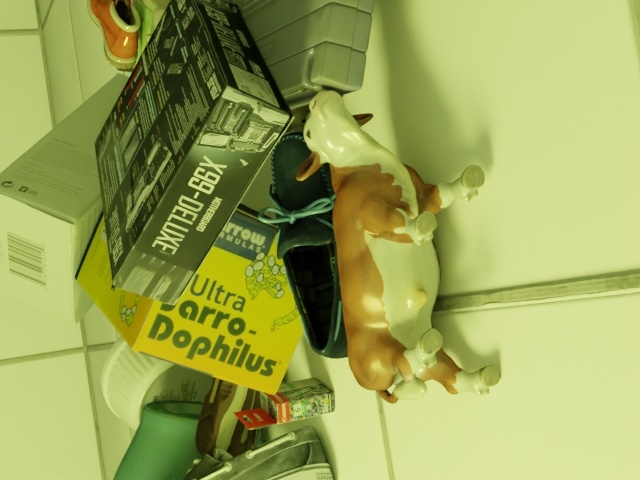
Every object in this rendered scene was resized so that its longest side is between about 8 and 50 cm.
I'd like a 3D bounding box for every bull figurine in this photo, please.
[{"bbox_3d":[0.068,0.008,0.888,0.188,0.101,0.310,12,115,61],"label":"bull figurine"}]

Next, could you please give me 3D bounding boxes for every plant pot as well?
[{"bbox_3d":[-0.191,0.380,1.434,0.272,0.272,0.255,-175,94,-66],"label":"plant pot"}]

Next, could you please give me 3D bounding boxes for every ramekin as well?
[{"bbox_3d":[-0.245,0.234,1.567,0.109,0.207,0.207,39,132,46],"label":"ramekin"}]

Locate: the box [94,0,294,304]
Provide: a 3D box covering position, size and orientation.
[{"bbox_3d":[-0.153,-0.117,1.035,0.242,0.077,0.307,-57,31,21],"label":"box"}]

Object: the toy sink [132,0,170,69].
[{"bbox_3d":[-0.185,-0.268,1.357,0.234,0.131,0.152,-132,41,-53],"label":"toy sink"}]

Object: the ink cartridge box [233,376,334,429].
[{"bbox_3d":[-0.047,0.203,1.198,0.063,0.115,0.029,-157,62,-63],"label":"ink cartridge box"}]

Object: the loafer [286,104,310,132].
[{"bbox_3d":[-0.044,-0.156,1.165,0.148,0.050,0.056,168,100,-65],"label":"loafer"}]

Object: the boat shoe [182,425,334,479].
[{"bbox_3d":[-0.131,0.326,1.257,0.108,0.301,0.102,39,-150,-60],"label":"boat shoe"}]

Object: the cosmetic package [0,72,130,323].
[{"bbox_3d":[-0.354,-0.077,1.518,0.385,0.156,0.217,-57,-15,-48],"label":"cosmetic package"}]

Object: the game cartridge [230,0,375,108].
[{"bbox_3d":[-0.031,-0.254,1.034,0.355,0.068,0.230,3,80,66],"label":"game cartridge"}]

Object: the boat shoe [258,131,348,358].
[{"bbox_3d":[0.000,0.000,1.041,0.109,0.089,0.258,-27,78,32],"label":"boat shoe"}]

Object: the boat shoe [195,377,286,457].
[{"bbox_3d":[-0.095,0.181,1.338,0.095,0.095,0.257,19,91,64],"label":"boat shoe"}]

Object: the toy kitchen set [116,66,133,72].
[{"bbox_3d":[-0.316,-0.294,1.739,0.068,0.083,0.075,-8,89,25],"label":"toy kitchen set"}]

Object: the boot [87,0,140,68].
[{"bbox_3d":[-0.294,-0.334,1.379,0.158,0.059,0.084,64,151,27],"label":"boot"}]

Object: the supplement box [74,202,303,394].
[{"bbox_3d":[-0.165,0.033,1.242,0.356,0.194,0.195,25,92,63],"label":"supplement box"}]
